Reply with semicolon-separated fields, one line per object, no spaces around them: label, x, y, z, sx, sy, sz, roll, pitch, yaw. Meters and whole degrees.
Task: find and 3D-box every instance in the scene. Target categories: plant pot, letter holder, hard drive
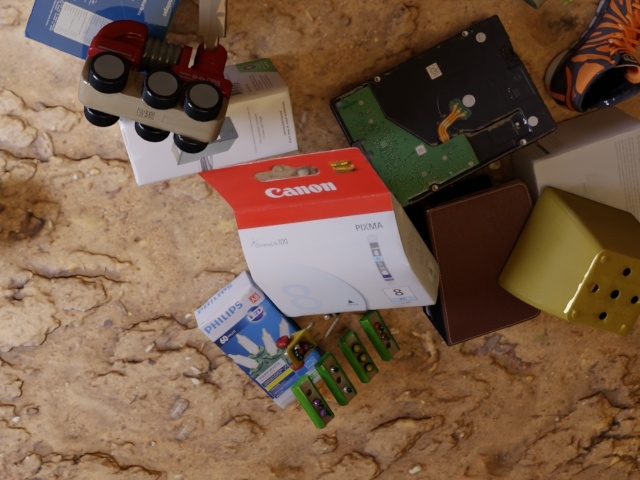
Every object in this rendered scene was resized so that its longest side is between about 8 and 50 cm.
plant pot;0.486;0.054;1.772;0.212;0.187;0.212;16;109;-22
letter holder;0.298;0.015;1.891;0.215;0.152;0.301;-17;117;-7
hard drive;0.216;-0.221;1.753;0.339;0.064;0.236;-28;87;-1

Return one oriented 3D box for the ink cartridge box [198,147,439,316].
ink cartridge box;0.000;0.000;1.700;0.308;0.091;0.385;-6;146;26

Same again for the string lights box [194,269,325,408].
string lights box;-0.110;0.195;1.915;0.133;0.076;0.259;-40;117;4

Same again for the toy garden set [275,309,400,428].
toy garden set;0.039;0.215;1.913;0.244;0.049;0.203;-43;115;-26

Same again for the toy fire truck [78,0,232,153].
toy fire truck;-0.230;-0.291;1.487;0.217;0.246;0.158;16;148;-9

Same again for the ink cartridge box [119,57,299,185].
ink cartridge box;-0.192;-0.204;1.645;0.273;0.198;0.114;-13;117;-6

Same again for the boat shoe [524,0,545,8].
boat shoe;0.324;-0.537;1.669;0.103;0.113;0.302;-42;127;6

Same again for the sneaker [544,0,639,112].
sneaker;0.556;-0.355;1.761;0.125;0.180;0.321;30;105;-24

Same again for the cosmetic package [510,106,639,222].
cosmetic package;0.504;-0.109;1.886;0.225;0.138;0.224;-18;117;-4

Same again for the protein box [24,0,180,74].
protein box;-0.337;-0.389;1.560;0.201;0.136;0.199;20;108;-21
